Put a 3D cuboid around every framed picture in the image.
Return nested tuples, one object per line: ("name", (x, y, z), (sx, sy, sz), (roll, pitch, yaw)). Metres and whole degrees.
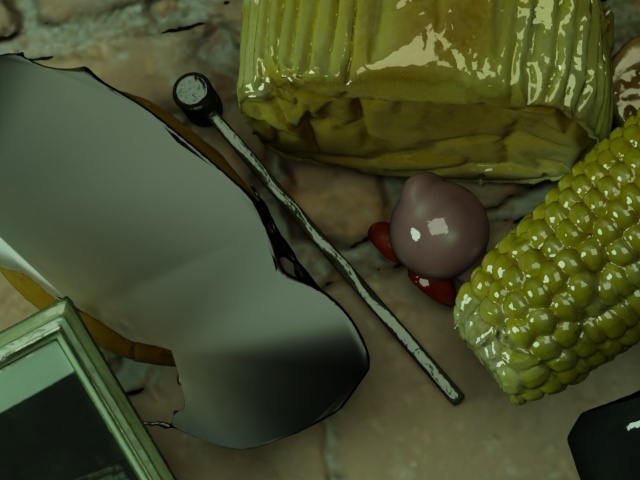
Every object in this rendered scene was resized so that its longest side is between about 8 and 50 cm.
("framed picture", (-0.234, 0.200, 1.224), (0.293, 0.018, 0.231), (-29, 106, 1))

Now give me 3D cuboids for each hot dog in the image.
("hot dog", (-0.124, 0.014, 1.283), (0.194, 0.107, 0.326), (-38, 85, 6))

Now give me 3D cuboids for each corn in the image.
("corn", (0.232, -0.033, 1.195), (0.347, 0.130, 0.130), (-39, 76, 5))

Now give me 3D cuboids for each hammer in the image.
("hammer", (0.000, 0.000, 1.303), (0.029, 0.058, 0.292), (-41, 80, 1))

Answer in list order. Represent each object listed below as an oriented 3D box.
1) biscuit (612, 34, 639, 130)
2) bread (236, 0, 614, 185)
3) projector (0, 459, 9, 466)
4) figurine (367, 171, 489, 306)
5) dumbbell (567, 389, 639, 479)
("biscuit", (0.332, -0.003, 1.264), (0.275, 0.052, 0.355), (-28, 77, 3))
("bread", (0.069, -0.124, 1.257), (0.250, 0.179, 0.133), (3, 69, 9))
("projector", (-0.240, 0.127, 1.273), (0.083, 0.083, 0.082), (-18, 75, 1))
("figurine", (0.081, -0.003, 1.282), (0.083, 0.067, 0.071), (41, 104, -2))
("dumbbell", (0.287, 0.225, 1.111), (0.203, 0.204, 0.322), (-19, 84, 1))
